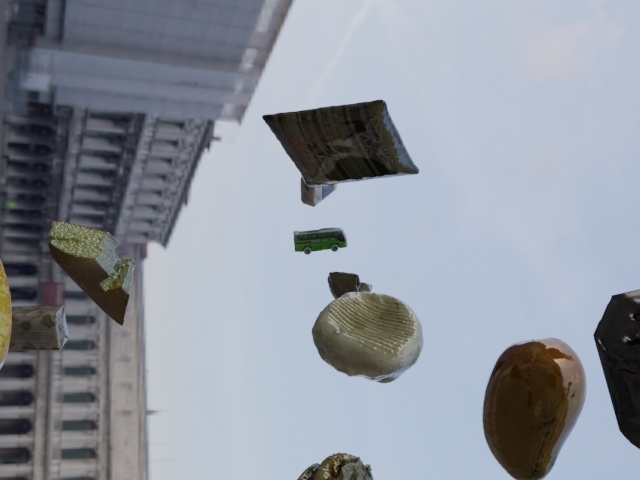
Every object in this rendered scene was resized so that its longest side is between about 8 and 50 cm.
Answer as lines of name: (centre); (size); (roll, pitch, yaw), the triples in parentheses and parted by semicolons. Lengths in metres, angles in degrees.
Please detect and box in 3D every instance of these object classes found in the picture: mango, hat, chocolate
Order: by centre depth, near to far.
chocolate: (0.480, 0.153, 1.008); (0.177, 0.206, 0.224); (152, -73, -66)
mango: (0.444, 0.354, 1.778); (0.211, 0.172, 0.318); (22, -76, 45)
hat: (0.078, 0.174, 2.189); (0.166, 0.144, 0.173); (37, 61, -66)

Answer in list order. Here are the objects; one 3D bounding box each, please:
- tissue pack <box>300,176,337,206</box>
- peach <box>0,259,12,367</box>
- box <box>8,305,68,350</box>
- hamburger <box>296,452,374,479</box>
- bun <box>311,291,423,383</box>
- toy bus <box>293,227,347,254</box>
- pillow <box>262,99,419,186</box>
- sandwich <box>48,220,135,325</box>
tissue pack: (-0.002, -0.111, 1.650); (0.042, 0.083, 0.062); (24, -50, 27)
peach: (-0.593, 0.076, 1.095); (0.306, 0.242, 0.381); (-34, -96, 21)
box: (-0.430, 0.131, 1.258); (0.045, 0.098, 0.062); (-85, 172, -72)
hamburger: (0.011, 0.473, 1.444); (0.129, 0.206, 0.183); (-14, -75, 40)
bun: (0.097, 0.203, 1.695); (0.231, 0.230, 0.133); (-116, -156, -53)
toy bus: (0.000, 0.000, 1.318); (0.031, 0.083, 0.037); (-74, 158, -80)
pillow: (0.038, -0.160, 1.414); (0.208, 0.212, 0.052); (55, 37, -53)
sandwich: (-0.417, 0.057, 1.611); (0.090, 0.088, 0.244); (-95, 159, -51)
